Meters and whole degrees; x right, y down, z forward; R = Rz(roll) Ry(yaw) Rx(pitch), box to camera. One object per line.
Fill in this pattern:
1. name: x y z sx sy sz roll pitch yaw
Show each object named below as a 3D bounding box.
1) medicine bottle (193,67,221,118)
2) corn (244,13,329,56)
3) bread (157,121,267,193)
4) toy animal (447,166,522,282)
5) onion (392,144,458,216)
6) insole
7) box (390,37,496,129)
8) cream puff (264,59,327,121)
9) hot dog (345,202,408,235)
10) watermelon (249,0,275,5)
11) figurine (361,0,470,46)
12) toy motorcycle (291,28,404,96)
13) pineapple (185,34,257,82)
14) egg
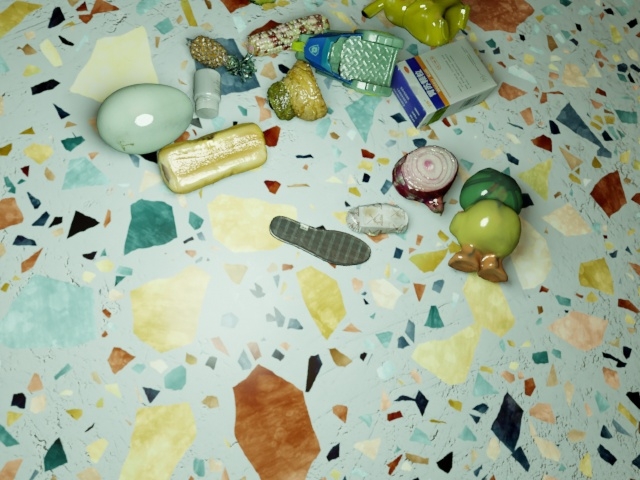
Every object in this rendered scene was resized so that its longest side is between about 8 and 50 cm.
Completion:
1. medicine bottle: -0.333 -0.430 1.568 0.080 0.080 0.130 1 74 -13
2. corn: -0.098 -0.642 1.683 0.281 0.092 0.092 -24 80 -17
3. bread: -0.300 -0.233 1.509 0.305 0.091 0.142 -21 99 -19
4. toy animal: 0.509 -0.061 1.597 0.216 0.191 0.338 18 70 -7
5. onion: 0.323 -0.168 1.615 0.195 0.140 0.218 -16 78 -14
6. insole: 0.000 0.000 1.554 0.310 0.012 0.110 21 71 -7
7. box: 0.398 -0.518 1.754 0.299 0.106 0.200 -25 79 -20
8. cream puff: -0.083 -0.429 1.601 0.169 0.183 0.183 -24 79 5
9. hot dog: 0.169 -0.064 1.593 0.192 0.053 0.099 -3 73 -11
10. watermelon: -0.170 -0.848 1.707 0.123 0.129 0.301 37 64 -3
11. figurine: 0.326 -0.758 1.754 0.218 0.169 0.327 -36 65 -27
12. toy motorcycle: 0.078 -0.553 1.611 0.327 0.200 0.191 9 109 -11
13. pineapple: -0.299 -0.550 1.601 0.221 0.103 0.083 23 69 -5
14. egg: -0.473 -0.334 1.452 0.264 0.183 0.182 -24 80 -25
